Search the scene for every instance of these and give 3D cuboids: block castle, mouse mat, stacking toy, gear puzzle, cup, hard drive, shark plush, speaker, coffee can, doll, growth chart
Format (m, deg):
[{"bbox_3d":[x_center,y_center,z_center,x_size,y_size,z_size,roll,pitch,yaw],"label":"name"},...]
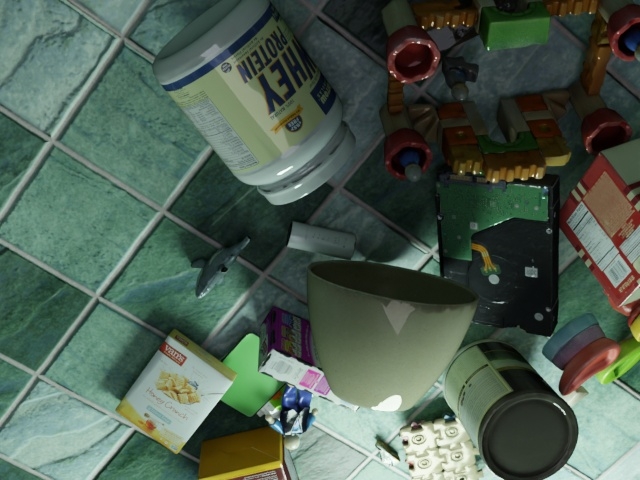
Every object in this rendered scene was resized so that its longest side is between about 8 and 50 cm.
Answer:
[{"bbox_3d":[0.326,-0.261,1.512,0.454,0.212,0.303,-7,136,-5],"label":"block castle"},{"bbox_3d":[-0.154,0.297,1.925,0.153,0.007,0.189,36,108,-20],"label":"mouse mat"},{"bbox_3d":[0.584,0.210,1.865,0.309,0.130,0.279,-26,149,-20],"label":"stacking toy"},{"bbox_3d":[0.294,0.539,2.086,0.176,0.044,0.338,-13,121,2],"label":"gear puzzle"},{"bbox_3d":[0.119,0.190,1.691,0.331,0.331,0.236,9,99,-8],"label":"cup"},{"bbox_3d":[0.352,0.019,1.741,0.237,0.064,0.338,8,122,28],"label":"hard drive"},{"bbox_3d":[-0.193,0.054,1.783,0.161,0.067,0.073,-32,115,13],"label":"shark plush"},{"bbox_3d":[0.000,0.000,1.773,0.136,0.055,0.055,12,117,-10],"label":"speaker"},{"bbox_3d":[0.387,0.349,1.833,0.202,0.275,0.201,-2,106,-8],"label":"coffee can"},{"bbox_3d":[-0.061,0.382,1.945,0.129,0.046,0.189,-7,118,-25],"label":"doll"},{"bbox_3d":[-0.132,0.315,1.953,0.237,0.021,0.172,37,109,-20],"label":"growth chart"}]

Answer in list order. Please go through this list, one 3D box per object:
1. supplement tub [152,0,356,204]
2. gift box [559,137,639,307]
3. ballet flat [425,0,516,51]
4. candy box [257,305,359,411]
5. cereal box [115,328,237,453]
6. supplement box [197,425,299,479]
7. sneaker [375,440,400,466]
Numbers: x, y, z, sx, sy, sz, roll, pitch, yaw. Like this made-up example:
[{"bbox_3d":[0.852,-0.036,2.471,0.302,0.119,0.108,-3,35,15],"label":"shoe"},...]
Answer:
[{"bbox_3d":[-0.108,-0.247,1.536,0.235,0.235,0.325,-33,115,13],"label":"supplement tub"},{"bbox_3d":[0.633,-0.033,1.612,0.258,0.276,0.255,-20,158,-22],"label":"gift box"},{"bbox_3d":[0.297,-0.409,1.579,0.250,0.058,0.084,-26,101,5],"label":"ballet flat"},{"bbox_3d":[-0.014,0.249,1.845,0.233,0.159,0.071,25,116,-14],"label":"candy box"},{"bbox_3d":[-0.316,0.331,1.914,0.173,0.047,0.240,36,112,-3],"label":"cereal box"},{"bbox_3d":[-0.159,0.555,2.015,0.191,0.129,0.194,-14,117,4],"label":"supplement box"},{"bbox_3d":[0.151,0.506,2.061,0.037,0.032,0.083,-38,113,16],"label":"sneaker"}]
